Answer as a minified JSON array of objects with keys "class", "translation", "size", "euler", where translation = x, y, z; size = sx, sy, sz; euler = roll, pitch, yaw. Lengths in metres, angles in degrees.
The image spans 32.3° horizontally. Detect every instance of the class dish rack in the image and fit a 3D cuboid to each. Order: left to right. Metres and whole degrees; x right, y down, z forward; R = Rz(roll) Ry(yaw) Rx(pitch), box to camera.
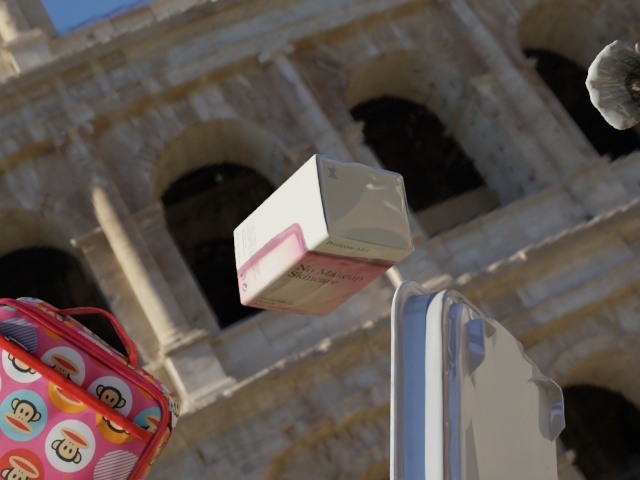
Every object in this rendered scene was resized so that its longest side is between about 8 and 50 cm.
[{"class":"dish rack","translation":[0.151,0.216,0.952],"size":[0.072,0.332,0.285],"euler":[-15,-32,28]}]

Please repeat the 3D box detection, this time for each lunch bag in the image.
[{"class":"lunch bag","translation":[-0.334,0.209,1.426],"size":[0.258,0.293,0.120],"euler":[-58,-5,-1]}]

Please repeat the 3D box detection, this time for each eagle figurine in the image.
[{"class":"eagle figurine","translation":[0.482,-0.177,1.337],"size":[0.226,0.225,0.298],"euler":[-43,-18,18]}]

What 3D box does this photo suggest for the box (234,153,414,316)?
[{"class":"box","translation":[0.000,0.000,1.553],"size":[0.149,0.126,0.232],"euler":[11,-32,-31]}]
